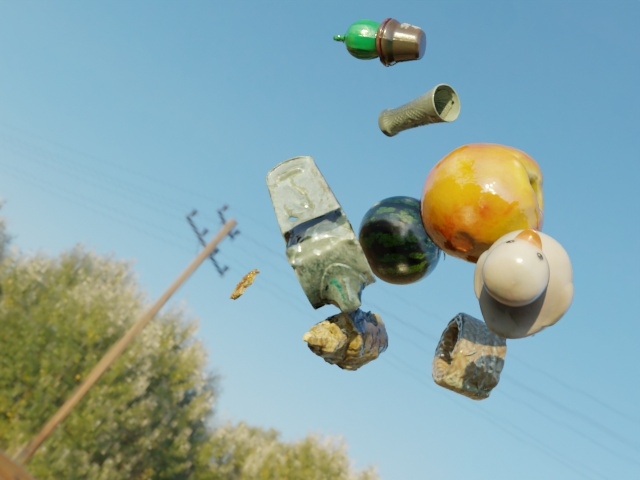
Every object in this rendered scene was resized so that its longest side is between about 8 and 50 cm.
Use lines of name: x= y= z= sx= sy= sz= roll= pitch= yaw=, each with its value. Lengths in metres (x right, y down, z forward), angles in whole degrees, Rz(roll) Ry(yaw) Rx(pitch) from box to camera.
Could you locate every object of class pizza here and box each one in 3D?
pizza: x=-0.152 y=0.087 z=1.727 sx=0.016 sy=0.083 sz=0.037 roll=40 pitch=5 yaw=-27

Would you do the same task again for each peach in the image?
peach: x=0.367 y=-0.076 z=2.024 sx=0.308 sy=0.289 sz=0.289 roll=-14 pitch=-49 yaw=30

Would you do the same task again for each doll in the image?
doll: x=0.402 y=0.089 z=1.766 sx=0.221 sy=0.221 sz=0.251 roll=27 pitch=-64 yaw=26

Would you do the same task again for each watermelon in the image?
watermelon: x=0.238 y=-0.006 z=2.537 sx=0.269 sy=0.269 sz=0.269 roll=32 pitch=-21 yaw=14

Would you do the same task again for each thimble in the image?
thimble: x=0.396 y=0.308 z=2.299 sx=0.148 sy=0.196 sz=0.229 roll=23 pitch=13 yaw=-6

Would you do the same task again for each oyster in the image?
oyster: x=0.083 y=0.234 z=2.158 sx=0.110 sy=0.166 sz=0.341 roll=-16 pitch=-23 yaw=30

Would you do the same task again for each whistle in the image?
whistle: x=-0.009 y=-0.016 z=2.077 sx=0.188 sy=0.168 sz=0.405 roll=32 pitch=32 yaw=-86

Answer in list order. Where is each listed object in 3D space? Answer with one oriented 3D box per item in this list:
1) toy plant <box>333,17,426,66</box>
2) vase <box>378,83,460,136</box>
toy plant: x=0.130 y=-0.437 z=1.912 sx=0.200 sy=0.105 sz=0.143 roll=11 pitch=8 yaw=18
vase: x=0.240 y=-0.318 z=2.181 sx=0.096 sy=0.096 sz=0.219 roll=46 pitch=-32 yaw=-22
